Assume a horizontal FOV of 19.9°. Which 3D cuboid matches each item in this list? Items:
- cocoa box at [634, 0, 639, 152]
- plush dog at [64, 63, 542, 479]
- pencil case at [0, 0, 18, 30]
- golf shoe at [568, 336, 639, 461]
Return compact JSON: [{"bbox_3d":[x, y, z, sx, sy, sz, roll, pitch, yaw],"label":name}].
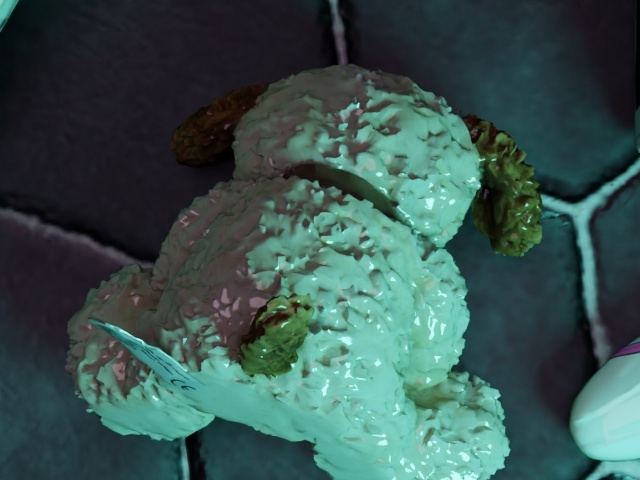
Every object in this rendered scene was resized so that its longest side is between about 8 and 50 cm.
[{"bbox_3d":[0.294,-0.230,0.969,0.228,0.231,0.347,1,84,3],"label":"cocoa box"},{"bbox_3d":[0.000,0.000,1.009,0.262,0.210,0.225,15,62,7],"label":"plush dog"},{"bbox_3d":[-0.247,-0.145,1.048,0.183,0.160,0.410,31,87,5],"label":"pencil case"},{"bbox_3d":[0.224,0.069,1.017,0.186,0.086,0.067,-25,83,3],"label":"golf shoe"}]
